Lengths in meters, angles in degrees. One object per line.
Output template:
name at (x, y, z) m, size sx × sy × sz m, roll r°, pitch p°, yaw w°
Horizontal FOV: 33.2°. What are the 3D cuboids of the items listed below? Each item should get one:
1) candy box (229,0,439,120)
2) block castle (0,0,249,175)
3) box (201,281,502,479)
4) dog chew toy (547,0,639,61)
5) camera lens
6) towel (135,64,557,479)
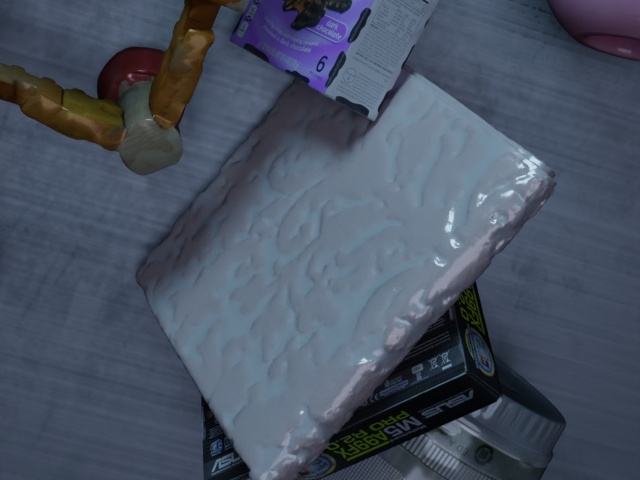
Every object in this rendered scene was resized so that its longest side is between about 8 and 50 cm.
candy box at (0.026, -0.228, 0.940) m, size 0.070 × 0.165 × 0.196 m, roll 21°, pitch 101°, yaw -42°
block castle at (-0.178, -0.310, 0.874) m, size 0.303 × 0.213 × 0.453 m, roll 19°, pitch 112°, yaw -20°
box at (0.012, 0.089, 0.947) m, size 0.270 × 0.216 × 0.060 m, roll -29°, pitch 135°, yaw 24°
dog chew toy at (0.317, -0.328, 0.940) m, size 0.206 × 0.206 × 0.332 m, roll 14°, pitch 92°, yaw -8°
camera lens at (0.073, 0.224, 1.021) m, size 0.219 × 0.219 × 0.274 m, roll 32°, pitch 98°, yaw -11°
towel at (0.000, 0.000, 0.931) m, size 0.332 × 0.317 × 0.053 m, roll -50°, pitch 131°, yaw 6°
